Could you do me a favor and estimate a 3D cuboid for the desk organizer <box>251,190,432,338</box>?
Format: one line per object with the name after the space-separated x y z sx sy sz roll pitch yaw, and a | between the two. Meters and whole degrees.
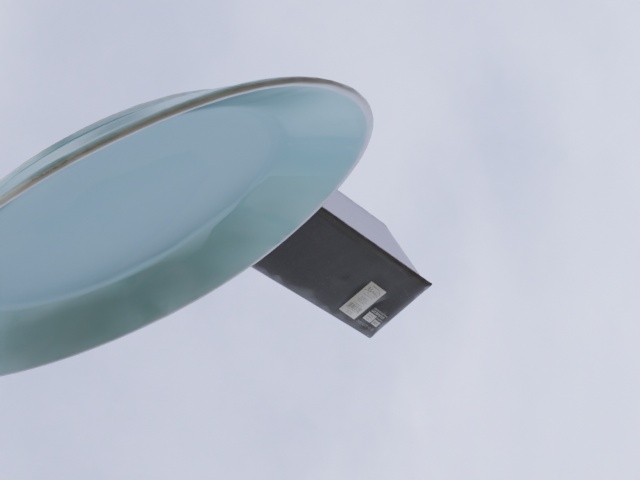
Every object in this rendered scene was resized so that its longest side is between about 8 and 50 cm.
0.000 0.000 0.756 0.047 0.050 0.130 -41 -37 11 | desk organizer

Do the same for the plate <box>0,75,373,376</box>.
-0.068 -0.007 0.509 0.188 0.188 0.024 -18 -110 -37 | plate
